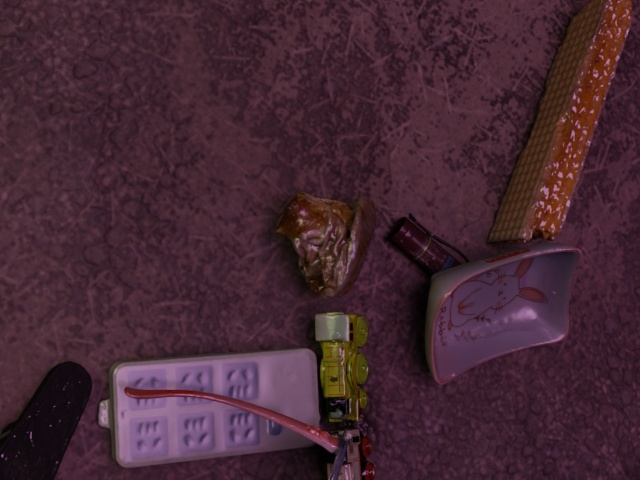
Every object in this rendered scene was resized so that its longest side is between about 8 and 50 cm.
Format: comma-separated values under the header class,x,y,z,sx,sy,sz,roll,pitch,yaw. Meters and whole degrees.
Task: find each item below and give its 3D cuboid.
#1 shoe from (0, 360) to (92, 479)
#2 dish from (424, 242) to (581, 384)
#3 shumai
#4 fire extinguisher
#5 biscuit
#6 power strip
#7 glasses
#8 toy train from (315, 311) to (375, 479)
class,x,y,z,sx,sy,sz,roll,pitch,yaw
shoe,-0.310,0.213,1.114,0.071,0.049,0.179,43,53,-26
dish,0.216,0.077,1.301,0.212,0.077,0.151,-16,127,-23
shumai,0.001,-0.004,1.234,0.116,0.145,0.146,19,78,3
fire extinguisher,0.145,0.022,1.319,0.132,0.039,0.056,38,96,-15
biscuit,0.327,-0.160,1.380,0.054,0.094,0.379,27,75,-18
power strip,-0.118,0.189,1.192,0.270,0.046,0.118,-2,86,-23
glasses,-0.116,0.272,1.145,0.268,0.118,0.234,27,104,-1
toy train,0.029,0.210,1.231,0.085,0.053,0.250,7,80,-65
